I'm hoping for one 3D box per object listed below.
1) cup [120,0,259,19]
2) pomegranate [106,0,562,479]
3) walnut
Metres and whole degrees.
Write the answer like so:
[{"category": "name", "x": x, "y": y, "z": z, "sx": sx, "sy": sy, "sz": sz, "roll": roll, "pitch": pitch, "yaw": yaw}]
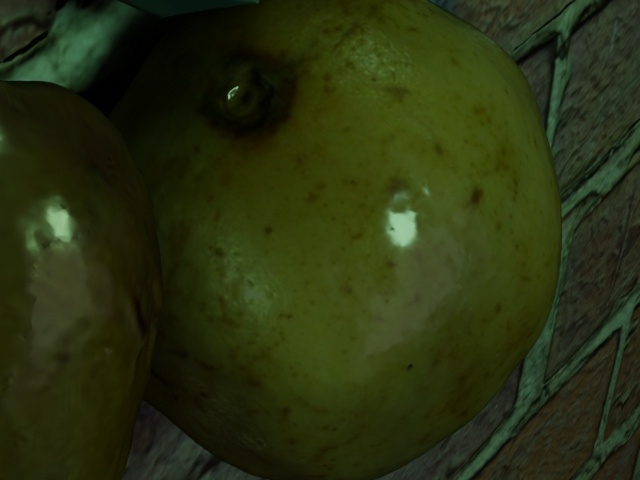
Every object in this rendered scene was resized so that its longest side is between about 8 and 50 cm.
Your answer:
[{"category": "cup", "x": -0.092, "y": -0.171, "z": 0.806, "sx": 0.148, "sy": 0.134, "sz": 0.235, "roll": -33, "pitch": 168, "yaw": 7}, {"category": "pomegranate", "x": 0.001, "y": -0.013, "z": 0.991, "sx": 0.307, "sy": 0.307, "sz": 0.307, "roll": -43, "pitch": 147, "yaw": -37}, {"category": "walnut", "x": -0.163, "y": 0.036, "z": 0.785, "sx": 0.203, "sy": 0.203, "sz": 0.298, "roll": -39, "pitch": 157, "yaw": -42}]
